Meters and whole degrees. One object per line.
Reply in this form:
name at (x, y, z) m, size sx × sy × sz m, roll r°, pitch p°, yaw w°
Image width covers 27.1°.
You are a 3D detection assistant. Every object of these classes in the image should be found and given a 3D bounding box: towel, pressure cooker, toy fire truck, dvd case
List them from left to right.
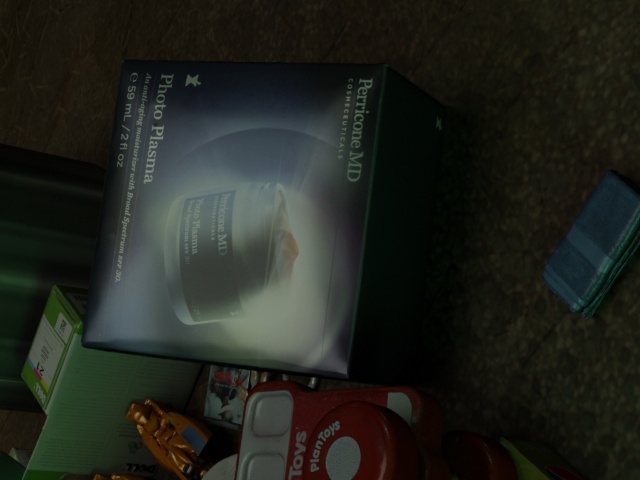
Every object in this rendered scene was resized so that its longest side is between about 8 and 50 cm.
pressure cooker at (-0.486, 0.035, 1.768) m, size 0.375 × 0.420 × 0.370 m, roll -11°, pitch 73°, yaw 52°
dvd case at (-0.104, 0.161, 1.566) m, size 0.087 × 0.013 × 0.119 m, roll 3°, pitch 84°, yaw 53°
toy fire truck at (0.014, 0.266, 1.116) m, size 0.254 × 0.169 × 0.302 m, roll -9°, pitch 68°, yaw 44°
towel at (0.240, 0.003, 1.138) m, size 0.119 × 0.029 × 0.067 m, roll -61°, pitch 40°, yaw 23°

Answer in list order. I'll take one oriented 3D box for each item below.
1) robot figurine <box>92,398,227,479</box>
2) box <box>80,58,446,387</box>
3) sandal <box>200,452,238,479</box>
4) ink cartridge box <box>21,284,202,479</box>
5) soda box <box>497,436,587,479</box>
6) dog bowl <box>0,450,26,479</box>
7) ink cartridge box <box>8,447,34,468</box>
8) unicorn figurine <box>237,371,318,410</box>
robot figurine at (-0.149, 0.309, 1.509) m, size 0.291 × 0.085 × 0.211 m, roll 32°, pitch 97°, yaw 49°
box at (-0.053, -0.019, 1.317) m, size 0.294 × 0.182 × 0.296 m, roll 4°, pitch 83°, yaw 24°
sandal at (-0.082, 0.410, 1.241) m, size 0.169 × 0.102 × 0.416 m, roll 5°, pitch 72°, yaw 39°
ink cartridge box at (-0.272, 0.198, 1.631) m, size 0.097 × 0.188 × 0.255 m, roll 42°, pitch 115°, yaw 48°
soda box at (0.208, 0.236, 1.092) m, size 0.181 × 0.058 × 0.061 m, roll 41°, pitch 112°, yaw 50°
dog bowl at (-0.377, 0.392, 1.648) m, size 0.104 × 0.265 × 0.265 m, roll -38°, pitch 43°, yaw -1°
ink cartridge box at (-0.419, 0.436, 1.878) m, size 0.171 × 0.056 × 0.235 m, roll -59°, pitch 39°, yaw 24°
unicorn figurine at (-0.037, 0.178, 1.445) m, size 0.162 × 0.060 × 0.111 m, roll 134°, pitch 134°, yaw -58°
